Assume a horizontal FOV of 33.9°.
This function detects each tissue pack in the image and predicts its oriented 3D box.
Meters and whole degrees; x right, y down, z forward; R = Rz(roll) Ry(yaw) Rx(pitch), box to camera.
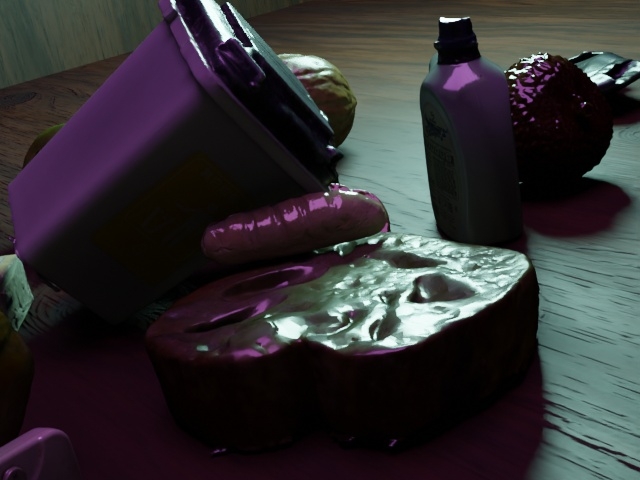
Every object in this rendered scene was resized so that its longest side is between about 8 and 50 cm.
[{"bbox_3d":[-0.479,0.091,1.324,0.196,0.092,0.148,-9,21,1],"label":"tissue pack"}]

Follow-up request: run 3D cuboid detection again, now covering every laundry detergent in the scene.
[{"bbox_3d":[0.182,-0.150,1.349,0.105,0.281,0.215,-14,20,-4],"label":"laundry detergent"}]

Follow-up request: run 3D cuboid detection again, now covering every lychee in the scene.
[{"bbox_3d":[0.311,-0.160,1.470,0.194,0.195,0.194,-10,20,4],"label":"lychee"}]

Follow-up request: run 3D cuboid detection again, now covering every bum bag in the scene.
[{"bbox_3d":[0.487,-0.288,1.858,0.137,0.074,0.310,-22,14,3],"label":"bum bag"}]

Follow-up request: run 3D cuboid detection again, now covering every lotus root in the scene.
[{"bbox_3d":[0.027,0.083,1.073,0.390,0.111,0.375,-10,15,8],"label":"lotus root"}]

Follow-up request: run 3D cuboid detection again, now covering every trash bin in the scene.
[{"bbox_3d":[-0.193,-0.105,1.295,0.367,0.256,0.296,-40,41,9],"label":"trash bin"}]

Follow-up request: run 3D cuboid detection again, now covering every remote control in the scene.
[{"bbox_3d":[-0.289,0.234,0.842,0.049,0.090,0.230,2,22,34],"label":"remote control"}]

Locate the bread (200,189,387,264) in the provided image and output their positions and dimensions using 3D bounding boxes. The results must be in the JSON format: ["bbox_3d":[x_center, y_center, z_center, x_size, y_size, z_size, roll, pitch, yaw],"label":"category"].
[{"bbox_3d":[-0.032,-0.021,1.189,0.214,0.053,0.073,-12,42,-3],"label":"bread"}]

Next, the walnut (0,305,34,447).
[{"bbox_3d":[-0.387,0.156,0.916,0.283,0.227,0.283,-44,-8,-7],"label":"walnut"}]

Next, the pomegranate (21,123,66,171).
[{"bbox_3d":[-0.380,-0.092,1.684,0.179,0.180,0.210,-7,-14,10],"label":"pomegranate"}]

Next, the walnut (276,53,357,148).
[{"bbox_3d":[-0.041,-0.233,1.835,0.213,0.213,0.213,-10,20,4],"label":"walnut"}]

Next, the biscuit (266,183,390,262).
[{"bbox_3d":[0.000,0.002,1.312,0.170,0.050,0.170,-3,57,4],"label":"biscuit"}]

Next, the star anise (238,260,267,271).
[{"bbox_3d":[-0.043,-0.017,1.387,0.167,0.057,0.168,-4,56,5],"label":"star anise"}]

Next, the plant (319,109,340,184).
[{"bbox_3d":[-0.135,-0.102,1.515,0.320,0.194,0.181,-9,16,-3],"label":"plant"}]
